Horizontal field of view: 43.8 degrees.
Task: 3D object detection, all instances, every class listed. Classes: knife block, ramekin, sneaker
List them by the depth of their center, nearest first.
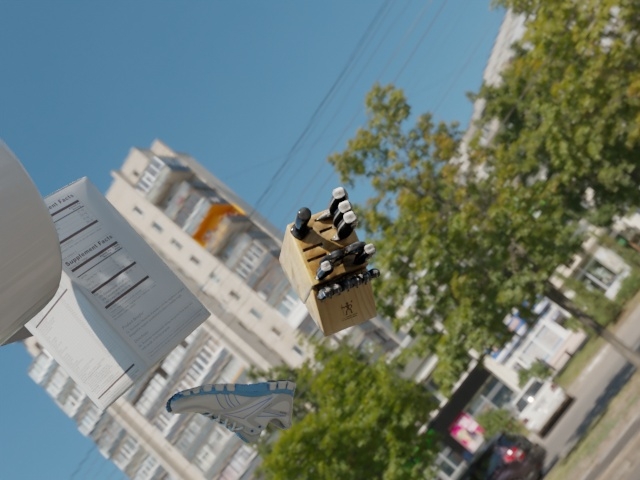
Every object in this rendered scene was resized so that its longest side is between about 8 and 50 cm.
[{"bbox_3d":[-0.378,-0.008,0.755,0.135,0.277,0.277,-43,-19,-43],"label":"ramekin"},{"bbox_3d":[-0.116,0.236,1.089,0.190,0.083,0.071,3,-16,-27],"label":"sneaker"},{"bbox_3d":[0.000,0.000,1.136,0.088,0.276,0.242,-20,-56,-11],"label":"knife block"}]

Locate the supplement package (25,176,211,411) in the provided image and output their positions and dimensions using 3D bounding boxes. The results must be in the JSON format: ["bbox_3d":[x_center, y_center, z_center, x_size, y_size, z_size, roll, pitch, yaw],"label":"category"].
[{"bbox_3d":[-0.288,0.066,1.013,0.139,0.244,0.134,-41,1,37],"label":"supplement package"}]

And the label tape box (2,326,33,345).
[{"bbox_3d":[-0.592,0.065,1.489,0.115,0.249,0.347,-62,-16,15],"label":"label tape box"}]
